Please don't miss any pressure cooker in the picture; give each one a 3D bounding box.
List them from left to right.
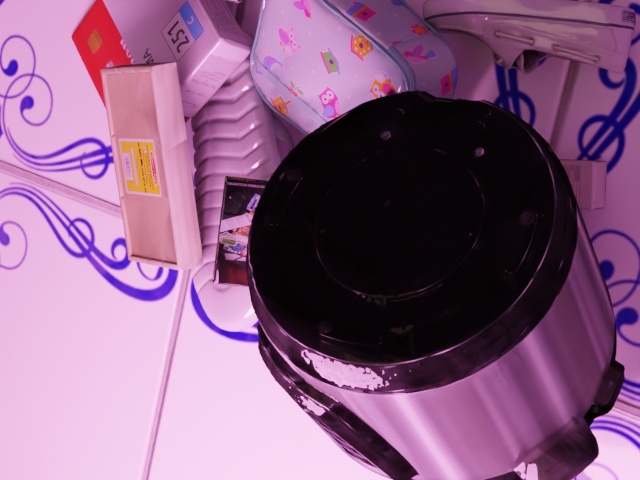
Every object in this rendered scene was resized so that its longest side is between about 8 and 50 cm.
[{"bbox_3d":[0.146,0.084,1.830,0.375,0.420,0.370,1,61,21],"label":"pressure cooker"}]

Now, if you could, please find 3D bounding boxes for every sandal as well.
[{"bbox_3d":[-0.088,-0.085,2.155,0.169,0.102,0.416,-17,70,42],"label":"sandal"}]

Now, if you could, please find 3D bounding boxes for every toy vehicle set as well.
[{"bbox_3d":[-0.223,-0.099,2.145,0.166,0.035,0.267,10,109,59],"label":"toy vehicle set"}]

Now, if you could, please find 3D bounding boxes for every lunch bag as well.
[{"bbox_3d":[0.036,-0.206,2.029,0.279,0.108,0.224,45,138,25],"label":"lunch bag"}]

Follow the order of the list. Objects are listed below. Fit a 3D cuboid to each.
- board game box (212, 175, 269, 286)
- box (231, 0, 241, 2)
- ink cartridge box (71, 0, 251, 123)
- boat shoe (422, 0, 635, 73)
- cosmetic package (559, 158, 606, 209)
[{"bbox_3d":[0.000,0.000,2.041,0.030,0.259,0.136,-144,61,-76],"label":"board game box"},{"bbox_3d":[-0.172,-0.443,2.046,0.184,0.103,0.261,7,104,-3],"label":"box"},{"bbox_3d":[-0.246,-0.278,2.229,0.261,0.066,0.296,-47,55,26],"label":"ink cartridge box"},{"bbox_3d":[0.241,-0.241,1.930,0.267,0.096,0.088,8,94,25],"label":"boat shoe"},{"bbox_3d":[0.280,-0.068,1.943,0.115,0.041,0.060,6,96,33],"label":"cosmetic package"}]
